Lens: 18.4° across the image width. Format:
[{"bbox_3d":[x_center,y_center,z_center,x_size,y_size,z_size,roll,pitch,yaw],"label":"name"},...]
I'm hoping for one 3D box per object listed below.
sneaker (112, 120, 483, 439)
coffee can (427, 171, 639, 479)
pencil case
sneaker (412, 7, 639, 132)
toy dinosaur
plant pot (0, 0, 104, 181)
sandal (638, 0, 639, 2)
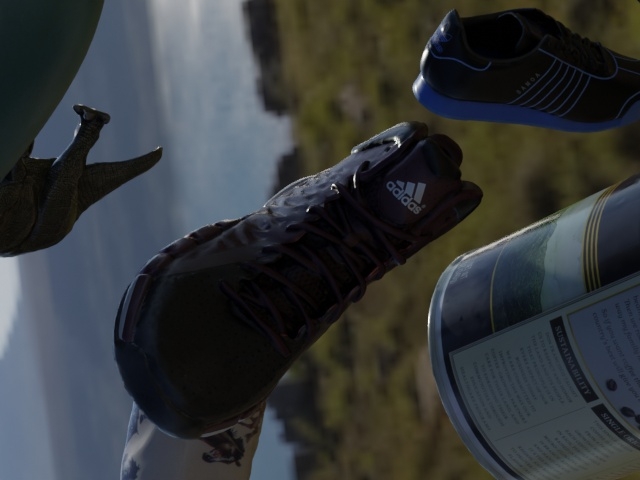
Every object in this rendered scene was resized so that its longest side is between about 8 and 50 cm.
[{"bbox_3d":[0.000,0.000,1.151,0.106,0.162,0.281,52,-143,-6],"label":"sneaker"},{"bbox_3d":[0.241,0.053,1.388,0.275,0.201,0.201,-27,64,41],"label":"coffee can"},{"bbox_3d":[-0.170,0.310,2.214,0.183,0.160,0.410,-10,66,67],"label":"pencil case"},{"bbox_3d":[0.197,-0.151,1.691,0.090,0.232,0.081,111,148,-42],"label":"sneaker"},{"bbox_3d":[-0.264,-0.041,1.689,0.313,0.121,0.160,-30,-33,-56],"label":"toy dinosaur"},{"bbox_3d":[-0.278,-0.159,1.266,0.293,0.235,0.293,45,176,4],"label":"plant pot"},{"bbox_3d":[0.338,-0.172,1.610,0.054,0.254,0.097,-44,40,37],"label":"sandal"}]
